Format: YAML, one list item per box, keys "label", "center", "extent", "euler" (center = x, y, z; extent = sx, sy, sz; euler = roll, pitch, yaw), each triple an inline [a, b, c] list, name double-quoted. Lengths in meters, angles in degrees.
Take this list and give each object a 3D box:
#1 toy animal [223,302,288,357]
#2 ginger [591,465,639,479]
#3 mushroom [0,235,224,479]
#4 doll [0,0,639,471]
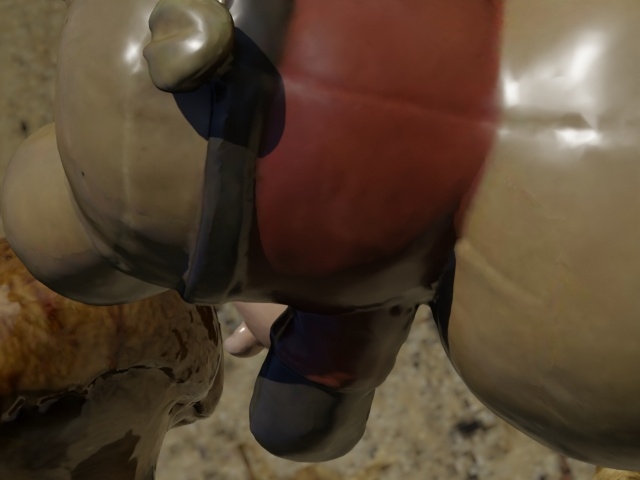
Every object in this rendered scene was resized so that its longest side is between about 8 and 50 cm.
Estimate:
- label: "toy animal"
  center: [0.011, 0.017, 1.848]
  extent: [0.221, 0.210, 0.229]
  euler: [17, 124, 54]
- label: "ginger"
  center: [0.189, 0.132, 1.050]
  extent: [0.052, 0.176, 0.193]
  euler: [4, 111, 14]
- label: "mushroom"
  center: [-0.170, 0.100, 0.987]
  extent: [0.267, 0.267, 0.254]
  euler: [103, 163, -48]
- label: "doll"
  center: [0.052, -0.037, 0.579]
  extent: [0.174, 0.330, 0.235]
  euler: [85, -164, -80]
